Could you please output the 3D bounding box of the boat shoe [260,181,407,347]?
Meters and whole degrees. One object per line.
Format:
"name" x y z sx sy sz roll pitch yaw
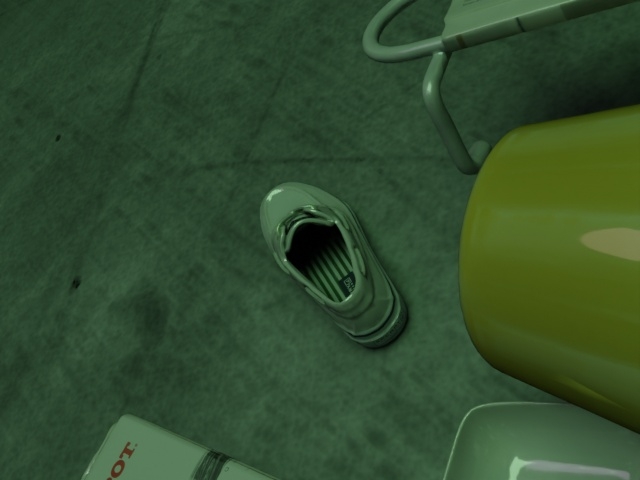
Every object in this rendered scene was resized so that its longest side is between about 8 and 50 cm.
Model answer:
"boat shoe" 0.000 0.000 0.919 0.083 0.076 0.226 -44 43 -1

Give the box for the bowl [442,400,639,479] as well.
"bowl" 0.151 0.181 0.685 0.142 0.053 0.142 -3 56 35

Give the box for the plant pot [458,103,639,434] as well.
"plant pot" 0.221 0.016 0.609 0.239 0.254 0.254 8 64 38

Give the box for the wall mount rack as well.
"wall mount rack" 0.220 -0.189 0.803 0.350 0.130 0.304 -10 38 34

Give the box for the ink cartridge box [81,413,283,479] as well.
"ink cartridge box" -0.075 0.263 0.746 0.272 0.114 0.197 14 68 41
